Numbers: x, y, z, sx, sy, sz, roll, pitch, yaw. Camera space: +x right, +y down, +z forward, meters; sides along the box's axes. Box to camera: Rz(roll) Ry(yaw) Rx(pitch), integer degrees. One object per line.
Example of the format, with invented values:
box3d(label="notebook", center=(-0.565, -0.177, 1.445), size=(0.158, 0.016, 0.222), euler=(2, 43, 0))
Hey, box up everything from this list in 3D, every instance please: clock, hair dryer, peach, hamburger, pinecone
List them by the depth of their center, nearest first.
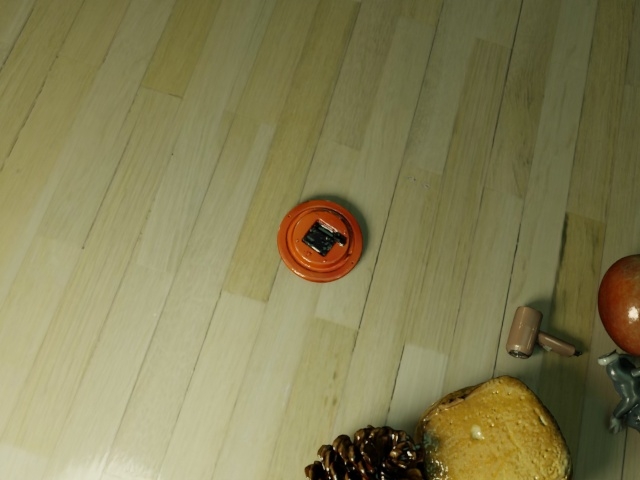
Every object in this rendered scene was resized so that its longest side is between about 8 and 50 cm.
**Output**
box3d(label="pinecone", center=(0.096, 0.480, 1.269), size=(0.224, 0.272, 0.224), euler=(30, 38, -27))
box3d(label="hamburger", center=(0.356, 0.446, 1.343), size=(0.305, 0.174, 0.284), euler=(-20, 73, -13))
box3d(label="peach", center=(0.765, 0.154, 1.462), size=(0.252, 0.252, 0.252), euler=(2, 72, -6))
box3d(label="hair dryer", center=(0.529, 0.239, 1.497), size=(0.182, 0.064, 0.117), euler=(23, 71, -5))
box3d(label="clock", center=(0.000, 0.000, 1.513), size=(0.205, 0.051, 0.205), euler=(2, 71, -6))

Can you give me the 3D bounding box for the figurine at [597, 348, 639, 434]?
box3d(label="figurine", center=(0.742, 0.347, 1.447), size=(0.193, 0.140, 0.265), euler=(-34, 102, -34))
